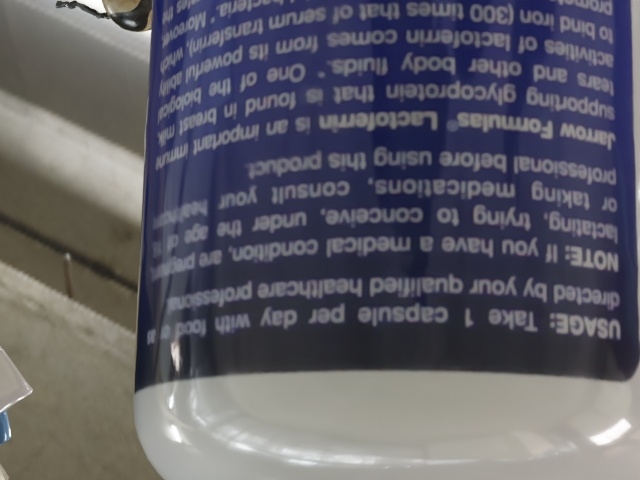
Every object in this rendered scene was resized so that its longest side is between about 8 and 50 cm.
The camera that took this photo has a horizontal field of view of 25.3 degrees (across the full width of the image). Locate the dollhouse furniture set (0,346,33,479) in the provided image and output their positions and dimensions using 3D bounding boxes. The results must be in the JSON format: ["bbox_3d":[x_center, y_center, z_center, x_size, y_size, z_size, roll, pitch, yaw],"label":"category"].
[{"bbox_3d":[-0.141,0.075,0.628,0.198,0.286,0.303,-32,-91,5],"label":"dollhouse furniture set"}]

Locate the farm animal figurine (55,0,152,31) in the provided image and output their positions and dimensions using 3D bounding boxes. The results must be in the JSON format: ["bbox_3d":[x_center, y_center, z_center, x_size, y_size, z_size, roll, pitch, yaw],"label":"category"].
[{"bbox_3d":[-0.075,-0.316,1.181,0.327,0.330,0.172,-12,-127,-9],"label":"farm animal figurine"}]

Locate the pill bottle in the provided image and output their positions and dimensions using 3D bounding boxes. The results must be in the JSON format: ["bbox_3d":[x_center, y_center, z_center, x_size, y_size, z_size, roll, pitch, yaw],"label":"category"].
[{"bbox_3d":[0.025,-0.002,0.404,0.153,0.153,0.264,1,-103,0],"label":"pill bottle"}]
